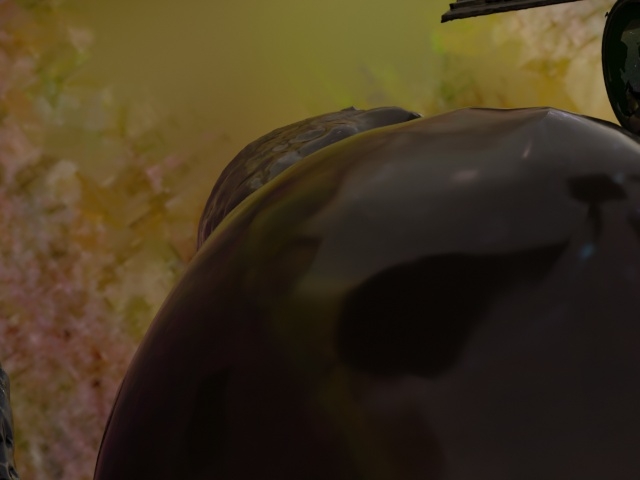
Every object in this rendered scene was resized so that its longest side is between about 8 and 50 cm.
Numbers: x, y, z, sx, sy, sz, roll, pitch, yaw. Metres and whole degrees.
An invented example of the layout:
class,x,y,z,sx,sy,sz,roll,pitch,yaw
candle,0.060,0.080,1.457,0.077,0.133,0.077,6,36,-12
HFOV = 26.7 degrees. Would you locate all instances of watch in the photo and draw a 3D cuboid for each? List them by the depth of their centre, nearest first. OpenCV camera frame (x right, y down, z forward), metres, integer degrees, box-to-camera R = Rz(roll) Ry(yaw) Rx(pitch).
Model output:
class,x,y,z,sx,sy,sz,roll,pitch,yaw
watch,0.301,-0.149,1.076,0.165,0.131,0.152,94,-21,-47

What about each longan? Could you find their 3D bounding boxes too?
class,x,y,z,sx,sy,sz,roll,pitch,yaw
longan,0.057,0.110,0.590,0.361,0.361,0.361,55,5,-8

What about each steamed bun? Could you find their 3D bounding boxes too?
class,x,y,z,sx,sy,sz,roll,pitch,yaw
steamed bun,0.000,0.002,0.956,0.144,0.218,0.211,33,-40,45

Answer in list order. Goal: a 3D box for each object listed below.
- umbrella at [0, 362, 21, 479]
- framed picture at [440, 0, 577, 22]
class,x,y,z,sx,sy,sz,roll,pitch,yaw
umbrella,-0.245,0.143,0.968,0.066,0.059,0.235,91,-16,-49
framed picture,0.223,-0.181,0.944,0.217,0.274,0.017,-53,135,-79
